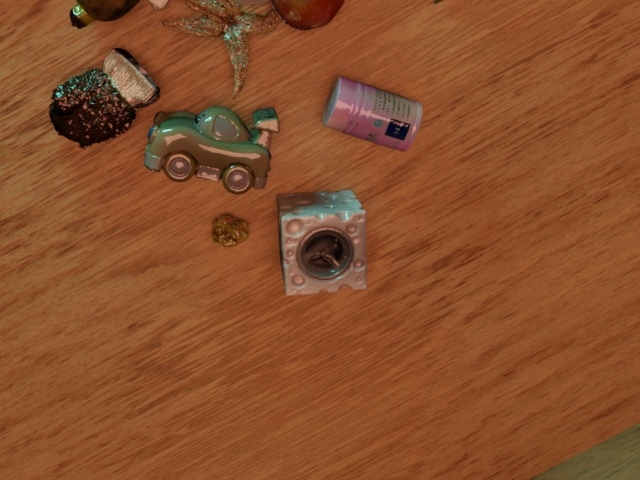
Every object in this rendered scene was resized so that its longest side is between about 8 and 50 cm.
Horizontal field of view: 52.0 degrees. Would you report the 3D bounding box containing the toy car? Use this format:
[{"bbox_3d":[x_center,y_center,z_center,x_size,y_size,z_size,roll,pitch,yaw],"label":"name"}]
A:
[{"bbox_3d":[-0.295,-0.279,1.797,0.335,0.242,0.227,13,110,-14],"label":"toy car"}]

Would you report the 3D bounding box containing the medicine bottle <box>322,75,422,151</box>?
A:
[{"bbox_3d":[0.147,-0.360,1.877,0.253,0.152,0.152,15,107,-13],"label":"medicine bottle"}]

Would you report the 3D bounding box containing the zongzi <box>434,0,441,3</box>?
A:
[{"bbox_3d":[0.345,-0.755,1.816,0.130,0.062,0.154,-25,106,14],"label":"zongzi"}]

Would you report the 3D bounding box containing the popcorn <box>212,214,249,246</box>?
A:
[{"bbox_3d":[-0.272,-0.023,1.982,0.109,0.089,0.097,7,120,-14],"label":"popcorn"}]

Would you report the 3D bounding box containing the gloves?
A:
[{"bbox_3d":[-0.599,-0.376,1.776,0.312,0.135,0.210,-41,117,11],"label":"gloves"}]

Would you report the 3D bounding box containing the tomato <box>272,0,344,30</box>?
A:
[{"bbox_3d":[-0.012,-0.666,1.724,0.180,0.155,0.214,26,91,-26],"label":"tomato"}]

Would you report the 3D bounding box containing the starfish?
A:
[{"bbox_3d":[-0.281,-0.586,1.764,0.293,0.084,0.302,28,97,-20],"label":"starfish"}]

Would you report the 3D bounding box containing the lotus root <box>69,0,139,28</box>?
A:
[{"bbox_3d":[-0.531,-0.664,1.670,0.314,0.141,0.169,-41,79,16],"label":"lotus root"}]

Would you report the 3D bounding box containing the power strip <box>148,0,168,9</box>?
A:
[{"bbox_3d":[-0.405,-0.706,1.735,0.081,0.035,0.192,34,101,-18],"label":"power strip"}]

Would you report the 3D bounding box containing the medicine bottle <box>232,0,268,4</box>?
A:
[{"bbox_3d":[-0.183,-0.738,1.676,0.139,0.139,0.237,-9,91,-4],"label":"medicine bottle"}]

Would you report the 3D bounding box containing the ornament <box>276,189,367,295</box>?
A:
[{"bbox_3d":[0.000,0.000,1.943,0.239,0.240,0.239,-4,112,-6],"label":"ornament"}]
